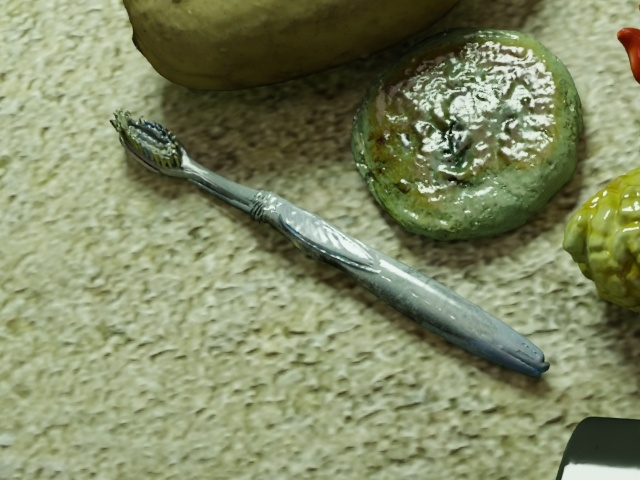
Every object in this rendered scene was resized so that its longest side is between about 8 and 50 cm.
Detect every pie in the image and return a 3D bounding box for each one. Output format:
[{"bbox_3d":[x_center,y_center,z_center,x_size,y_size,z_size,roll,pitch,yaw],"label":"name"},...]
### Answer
[{"bbox_3d":[0.114,-0.086,1.346,0.187,0.041,0.187,-4,68,11],"label":"pie"}]

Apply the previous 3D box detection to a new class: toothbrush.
[{"bbox_3d":[0.000,0.000,1.341,0.413,0.042,0.035,30,77,20],"label":"toothbrush"}]

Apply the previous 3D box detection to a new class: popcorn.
[{"bbox_3d":[0.241,0.001,1.251,0.116,0.121,0.106,-30,101,26],"label":"popcorn"}]

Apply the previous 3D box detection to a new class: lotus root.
[{"bbox_3d":[0.007,-0.225,1.368,0.342,0.151,0.169,-17,65,9],"label":"lotus root"}]

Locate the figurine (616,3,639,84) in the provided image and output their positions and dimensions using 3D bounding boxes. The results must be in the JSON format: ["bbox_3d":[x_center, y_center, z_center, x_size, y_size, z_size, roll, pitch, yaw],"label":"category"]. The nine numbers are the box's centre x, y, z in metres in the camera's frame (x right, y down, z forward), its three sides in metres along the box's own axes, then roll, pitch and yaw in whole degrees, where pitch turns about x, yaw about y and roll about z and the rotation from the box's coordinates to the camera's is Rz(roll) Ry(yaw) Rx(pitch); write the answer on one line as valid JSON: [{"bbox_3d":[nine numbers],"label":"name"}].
[{"bbox_3d":[0.390,-0.157,1.228,0.306,0.241,0.412,31,57,-4],"label":"figurine"}]

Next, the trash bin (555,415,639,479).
[{"bbox_3d":[0.321,0.216,1.081,0.333,0.214,0.214,3,68,23],"label":"trash bin"}]
